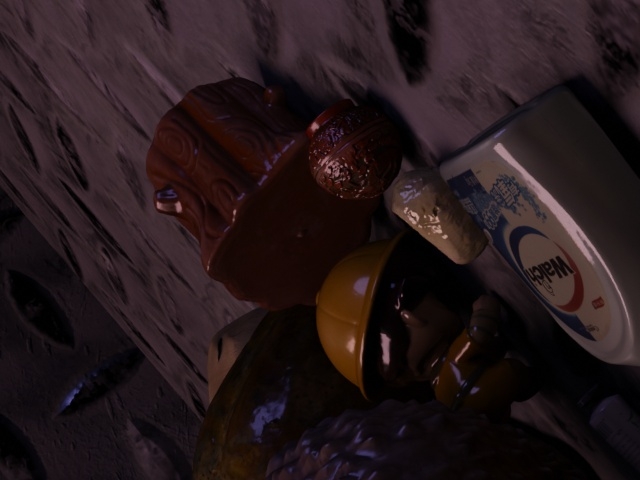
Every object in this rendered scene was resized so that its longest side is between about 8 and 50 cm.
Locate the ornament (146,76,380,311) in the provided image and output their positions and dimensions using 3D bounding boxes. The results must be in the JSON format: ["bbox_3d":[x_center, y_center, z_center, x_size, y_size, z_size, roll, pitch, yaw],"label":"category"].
[{"bbox_3d":[-0.079,-0.057,1.971,0.217,0.221,0.235,44,155,45],"label":"ornament"}]

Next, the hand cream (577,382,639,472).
[{"bbox_3d":[0.330,0.216,1.690,0.194,0.042,0.067,45,155,12],"label":"hand cream"}]

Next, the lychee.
[{"bbox_3d":[0.107,0.338,1.693,0.380,0.432,0.380,-179,90,-71],"label":"lychee"}]

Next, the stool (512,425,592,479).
[{"bbox_3d":[0.218,0.396,2.059,0.310,0.226,0.310,59,164,-15],"label":"stool"}]

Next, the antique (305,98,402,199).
[{"bbox_3d":[0.036,-0.088,1.764,0.104,0.104,0.104,48,164,19],"label":"antique"}]

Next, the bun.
[{"bbox_3d":[0.121,-0.030,1.701,0.115,0.069,0.115,41,-178,-2],"label":"bun"}]

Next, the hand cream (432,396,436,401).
[{"bbox_3d":[0.109,0.240,2.271,0.359,0.118,0.185,60,164,1],"label":"hand cream"}]

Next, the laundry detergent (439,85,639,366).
[{"bbox_3d":[0.226,0.018,1.433,0.280,0.105,0.215,52,165,-3],"label":"laundry detergent"}]

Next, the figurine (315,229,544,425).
[{"bbox_3d":[0.106,0.110,1.875,0.257,0.167,0.192,42,148,29],"label":"figurine"}]

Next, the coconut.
[{"bbox_3d":[-0.067,0.200,2.469,0.224,0.224,0.224,48,164,19],"label":"coconut"}]

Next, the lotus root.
[{"bbox_3d":[-0.011,0.225,2.030,0.250,0.346,0.250,20,144,16],"label":"lotus root"}]
